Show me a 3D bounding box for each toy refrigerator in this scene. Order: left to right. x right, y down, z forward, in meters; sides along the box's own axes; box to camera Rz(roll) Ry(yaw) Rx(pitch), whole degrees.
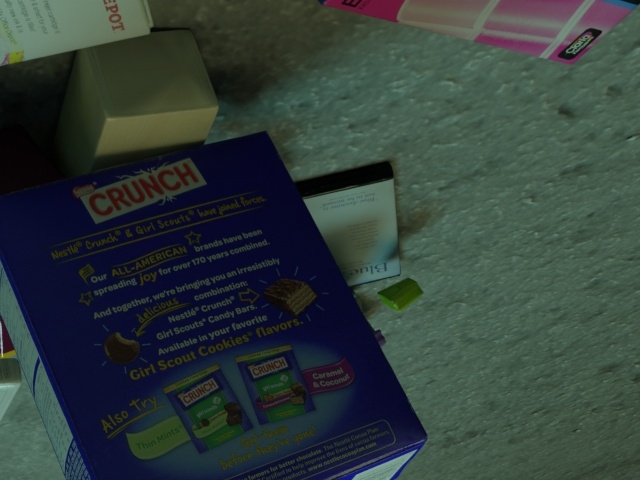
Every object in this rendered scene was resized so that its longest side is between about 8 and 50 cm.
[{"bbox_3d":[-0.184,-0.077,1.213,0.102,0.094,0.269,-9,154,-25],"label":"toy refrigerator"}]

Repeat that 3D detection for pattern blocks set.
[{"bbox_3d":[-0.013,0.120,1.515,0.285,0.026,0.325,-31,-173,-11],"label":"pattern blocks set"}]

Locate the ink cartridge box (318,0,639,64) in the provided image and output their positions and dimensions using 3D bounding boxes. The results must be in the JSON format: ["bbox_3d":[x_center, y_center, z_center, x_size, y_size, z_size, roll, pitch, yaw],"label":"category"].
[{"bbox_3d":[0.122,-0.245,1.068,0.371,0.069,0.176,9,146,-33],"label":"ink cartridge box"}]

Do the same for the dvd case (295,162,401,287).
[{"bbox_3d":[0.000,0.000,1.519,0.180,0.022,0.253,-13,153,-1],"label":"dvd case"}]

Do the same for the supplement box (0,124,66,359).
[{"bbox_3d":[-0.285,0.003,1.224,0.081,0.104,0.188,-21,139,-29],"label":"supplement box"}]

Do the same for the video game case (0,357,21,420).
[{"bbox_3d":[-0.319,0.135,0.912,0.183,0.023,0.201,0,151,-28],"label":"video game case"}]

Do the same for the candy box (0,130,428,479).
[{"bbox_3d":[-0.105,0.089,1.104,0.268,0.317,0.122,-16,158,-26],"label":"candy box"}]

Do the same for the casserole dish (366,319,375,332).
[{"bbox_3d":[-0.006,0.140,1.751,0.114,0.037,0.188,-4,157,-33],"label":"casserole dish"}]

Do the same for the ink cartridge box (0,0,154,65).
[{"bbox_3d":[-0.238,-0.201,0.944,0.212,0.093,0.154,-11,153,-2],"label":"ink cartridge box"}]
